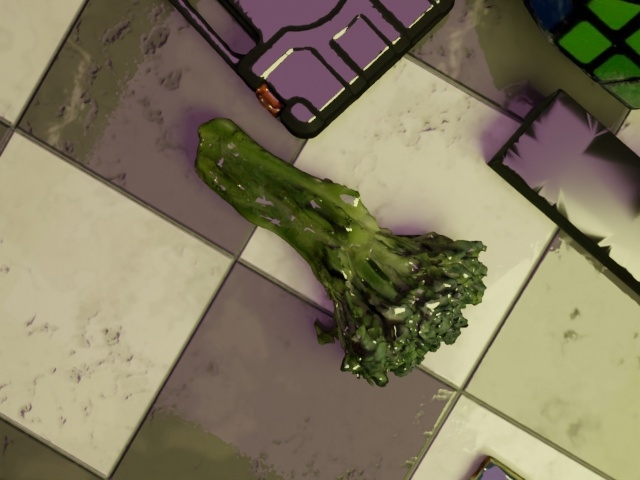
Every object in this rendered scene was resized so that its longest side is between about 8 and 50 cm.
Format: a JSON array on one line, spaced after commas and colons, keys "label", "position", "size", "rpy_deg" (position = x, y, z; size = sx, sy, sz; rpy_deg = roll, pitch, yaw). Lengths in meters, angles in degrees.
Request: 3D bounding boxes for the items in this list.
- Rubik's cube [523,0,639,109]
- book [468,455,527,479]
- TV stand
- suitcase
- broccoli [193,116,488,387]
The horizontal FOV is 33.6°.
[{"label": "Rubik's cube", "position": [0.298, -0.264, 0.864], "size": [0.264, 0.319, 0.319], "rpy_deg": [-4, 92, -25]}, {"label": "book", "position": [0.154, 0.460, 1.002], "size": [0.300, 0.039, 0.428], "rpy_deg": [36, 93, 1]}, {"label": "TV stand", "position": [0.285, -0.015, 0.965], "size": [0.269, 0.083, 0.088], "rpy_deg": [41, 92, 0]}, {"label": "suitcase", "position": [-0.038, -0.258, 0.979], "size": [0.206, 0.066, 0.285], "rpy_deg": [-43, 90, 2]}, {"label": "broccoli", "position": [0.002, -0.005, 0.962], "size": [0.304, 0.145, 0.165], "rpy_deg": [39, 89, 13]}]
